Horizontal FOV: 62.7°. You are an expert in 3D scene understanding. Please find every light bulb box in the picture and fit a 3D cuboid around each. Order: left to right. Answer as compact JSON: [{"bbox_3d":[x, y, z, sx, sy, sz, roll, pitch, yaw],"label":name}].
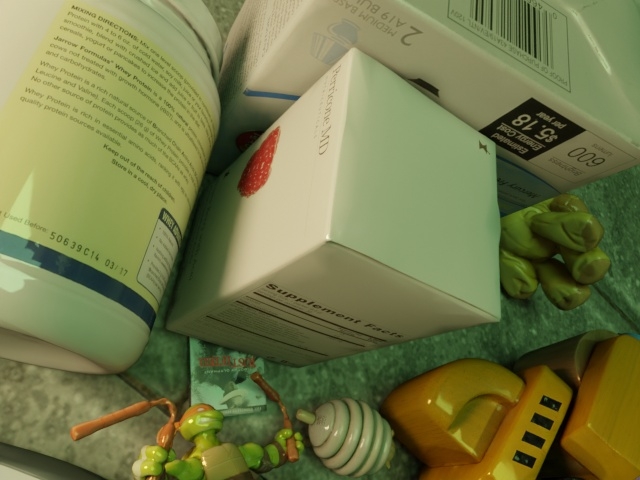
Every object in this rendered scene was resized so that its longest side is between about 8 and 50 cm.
[{"bbox_3d":[0.090,-0.180,0.597,0.357,0.361,0.225,20,66,-22],"label":"light bulb box"}]

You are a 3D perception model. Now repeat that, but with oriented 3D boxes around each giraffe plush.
[{"bbox_3d":[0.350,-0.018,0.829,0.210,0.182,0.170,29,42,22],"label":"giraffe plush"}]

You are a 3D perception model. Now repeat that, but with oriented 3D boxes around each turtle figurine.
[{"bbox_3d":[-0.089,0.230,0.456,0.269,0.087,0.217,26,32,-59],"label":"turtle figurine"}]

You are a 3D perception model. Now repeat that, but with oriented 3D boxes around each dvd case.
[{"bbox_3d":[-0.104,0.133,0.585,0.087,0.013,0.120,4,72,-28],"label":"dvd case"}]

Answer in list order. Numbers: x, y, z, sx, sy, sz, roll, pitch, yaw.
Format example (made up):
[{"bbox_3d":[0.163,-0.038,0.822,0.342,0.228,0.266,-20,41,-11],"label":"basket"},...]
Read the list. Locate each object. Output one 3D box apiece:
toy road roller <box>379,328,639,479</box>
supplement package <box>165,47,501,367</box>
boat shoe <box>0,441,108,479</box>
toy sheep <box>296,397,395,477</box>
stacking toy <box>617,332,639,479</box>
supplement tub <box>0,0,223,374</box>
[{"bbox_3d":[0.229,0.212,0.640,0.240,0.202,0.329,42,59,3],"label":"toy road roller"},{"bbox_3d":[0.000,0.000,0.509,0.175,0.293,0.178,24,58,-28],"label":"supplement package"},{"bbox_3d":[-0.273,0.216,0.402,0.306,0.113,0.105,30,69,-25],"label":"boat shoe"},{"bbox_3d":[0.029,0.218,0.586,0.132,0.091,0.091,24,63,-20],"label":"toy sheep"},{"bbox_3d":[0.443,0.302,0.770,0.302,0.165,0.175,-49,144,-15],"label":"stacking toy"},{"bbox_3d":[-0.223,-0.070,0.457,0.235,0.235,0.325,23,63,-21],"label":"supplement tub"}]
